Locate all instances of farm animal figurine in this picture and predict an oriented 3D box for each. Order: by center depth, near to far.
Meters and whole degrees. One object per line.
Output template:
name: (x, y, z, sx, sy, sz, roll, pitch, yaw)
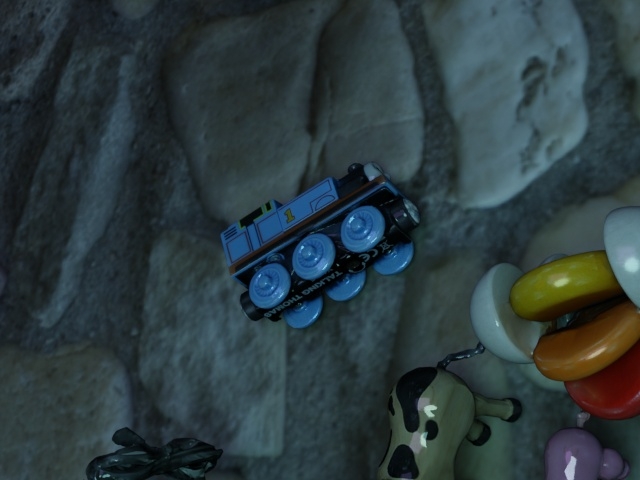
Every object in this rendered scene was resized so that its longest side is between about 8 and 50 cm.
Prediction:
farm animal figurine: (0.084, 0.264, 0.766, 0.326, 0.172, 0.330, -54, 40, 13)

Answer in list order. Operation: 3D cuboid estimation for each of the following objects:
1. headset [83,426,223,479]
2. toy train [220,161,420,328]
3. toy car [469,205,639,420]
headset: (-0.176, 0.339, 0.913, 0.243, 0.185, 0.394, 28, 99, 35)
toy train: (0.000, 0.000, 1.000, 0.184, 0.080, 0.105, -32, 53, 17)
toy car: (0.211, 0.057, 0.802, 0.159, 0.182, 0.136, -30, 75, 38)
